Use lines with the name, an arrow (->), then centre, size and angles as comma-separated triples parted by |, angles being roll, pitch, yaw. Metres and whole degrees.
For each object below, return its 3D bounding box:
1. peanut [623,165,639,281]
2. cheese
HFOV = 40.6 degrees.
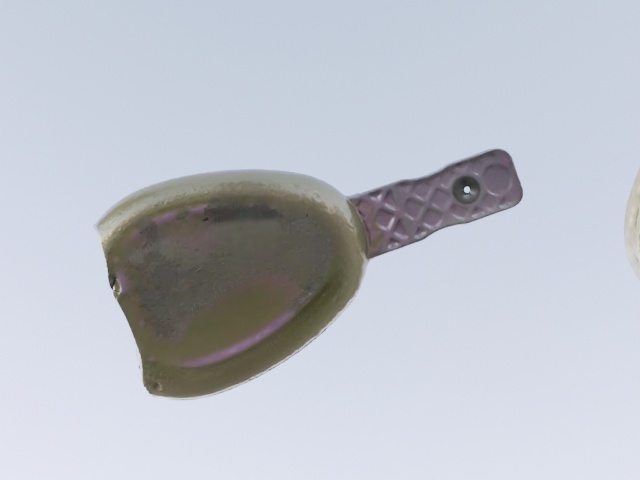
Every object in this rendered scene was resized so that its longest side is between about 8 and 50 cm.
peanut -> 0.350, -0.087, 0.725 | 0.147, 0.147, 0.306 | 5, -75, -18
cheese -> 0.000, 0.000, 0.389 | 0.192, 0.097, 0.037 | -20, 0, -7
